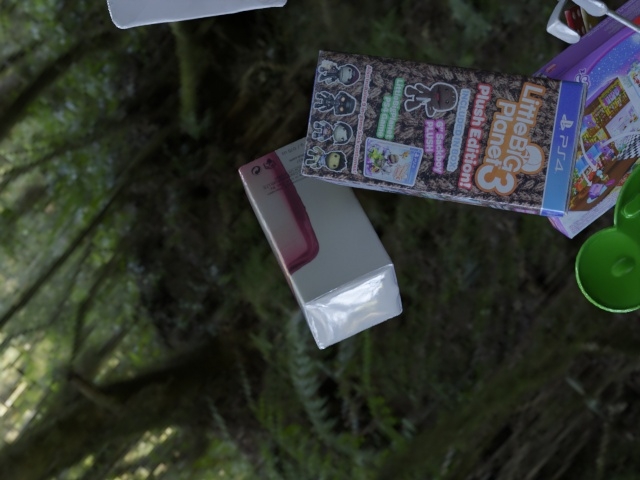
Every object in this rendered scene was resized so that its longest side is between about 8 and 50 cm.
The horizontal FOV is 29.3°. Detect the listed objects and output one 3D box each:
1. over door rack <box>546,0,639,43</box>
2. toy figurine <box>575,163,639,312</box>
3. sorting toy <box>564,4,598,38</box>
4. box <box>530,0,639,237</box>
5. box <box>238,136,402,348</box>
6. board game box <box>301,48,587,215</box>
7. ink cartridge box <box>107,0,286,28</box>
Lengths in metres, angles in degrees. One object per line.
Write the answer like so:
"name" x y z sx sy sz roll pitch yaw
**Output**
"over door rack" 0.412 -0.233 1.118 0.324 0.239 0.108 17 -118 -18
"toy figurine" 0.301 0.003 1.080 0.130 0.173 0.159 56 -175 9
"sorting toy" 0.321 -0.396 1.693 0.132 0.046 0.274 -40 -66 -55
"box" 0.381 -0.170 1.585 0.201 0.293 0.057 54 177 -26
"box" 0.000 0.000 1.627 0.148 0.127 0.232 73 172 -60
"board game box" 0.147 -0.117 1.407 0.291 0.141 0.232 9 -178 9
"ink cartridge box" -0.105 -0.376 1.065 0.207 0.353 0.119 -16 -168 -34
